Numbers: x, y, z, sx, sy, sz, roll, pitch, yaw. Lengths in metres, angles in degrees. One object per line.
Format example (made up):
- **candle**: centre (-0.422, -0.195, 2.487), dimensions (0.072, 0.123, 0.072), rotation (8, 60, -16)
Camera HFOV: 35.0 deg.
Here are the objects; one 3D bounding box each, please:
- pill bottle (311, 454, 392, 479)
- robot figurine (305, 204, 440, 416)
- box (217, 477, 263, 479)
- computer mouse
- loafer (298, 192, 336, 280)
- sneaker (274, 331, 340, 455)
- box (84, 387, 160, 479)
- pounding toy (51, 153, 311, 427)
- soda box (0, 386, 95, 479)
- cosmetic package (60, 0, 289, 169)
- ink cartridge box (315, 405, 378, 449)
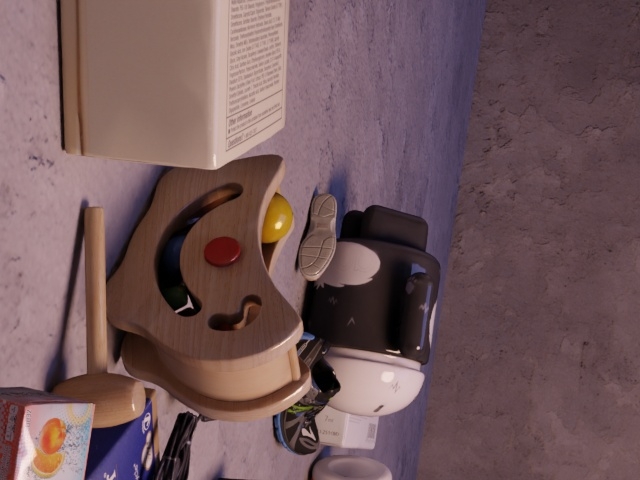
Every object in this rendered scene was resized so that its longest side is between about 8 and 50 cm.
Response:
- **pill bottle**: centre (0.039, 0.446, 1.525), dimensions (0.121, 0.121, 0.221), rotation (-30, 125, -73)
- **robot figurine**: centre (0.072, 0.098, 1.374), dimensions (0.209, 0.174, 0.278), rotation (49, 49, -73)
- **box**: centre (-0.096, 0.401, 0.989), dimensions (0.216, 0.060, 0.270), rotation (-45, 133, -74)
- **computer mouse**: centre (-0.112, 0.145, 0.875), dimensions (0.242, 0.041, 0.071), rotation (-69, 163, -67)
- **loafer**: centre (0.000, 0.000, 1.312), dimensions (0.039, 0.045, 0.125), rotation (87, 13, -61)
- **sneaker**: centre (-0.015, 0.197, 1.268), dimensions (0.067, 0.078, 0.188), rotation (-61, 155, -57)
- **box**: centre (-0.171, 0.218, 0.722), dimensions (0.225, 0.036, 0.136), rotation (-53, 147, -62)
- **pounding toy**: centre (-0.080, 0.026, 0.748), dimensions (0.155, 0.154, 0.269), rotation (83, 19, -46)
- **soda box**: centre (-0.181, 0.177, 0.575), dimensions (0.058, 0.063, 0.183), rotation (15, 82, -59)
- **cosmetic package**: centre (-0.090, -0.216, 0.675), dimensions (0.160, 0.113, 0.309), rotation (-47, 141, -68)
- **ink cartridge box**: centre (0.054, 0.207, 1.605), dimensions (0.275, 0.060, 0.239), rotation (45, 52, -72)
